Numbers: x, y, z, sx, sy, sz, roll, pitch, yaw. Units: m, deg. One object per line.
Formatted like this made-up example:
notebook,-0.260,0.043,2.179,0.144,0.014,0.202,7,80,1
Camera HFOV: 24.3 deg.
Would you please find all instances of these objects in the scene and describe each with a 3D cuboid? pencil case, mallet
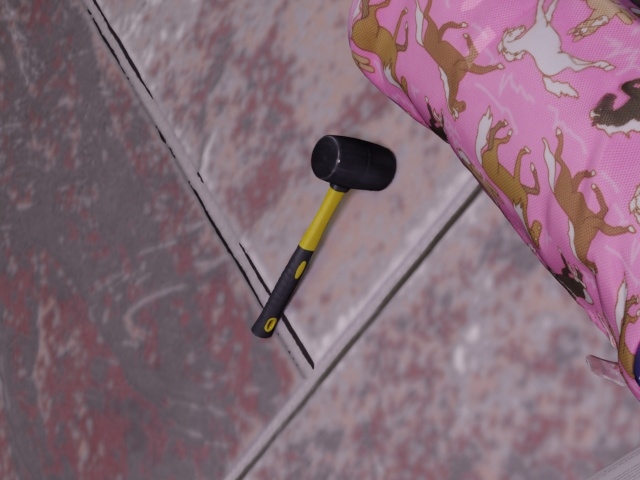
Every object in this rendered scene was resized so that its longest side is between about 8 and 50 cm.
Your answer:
pencil case,0.164,-0.064,0.940,0.167,0.160,0.386,-34,50,1
mallet,0.000,0.000,1.181,0.039,0.062,0.189,52,130,43

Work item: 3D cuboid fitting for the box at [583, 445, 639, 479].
box,0.203,0.176,0.844,0.101,0.087,0.102,-39,95,31
